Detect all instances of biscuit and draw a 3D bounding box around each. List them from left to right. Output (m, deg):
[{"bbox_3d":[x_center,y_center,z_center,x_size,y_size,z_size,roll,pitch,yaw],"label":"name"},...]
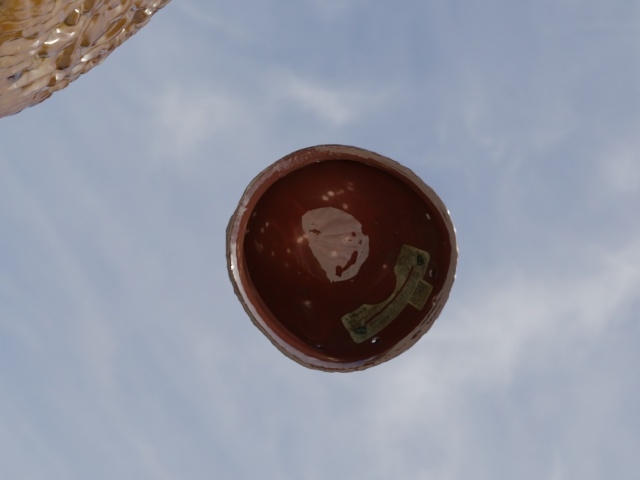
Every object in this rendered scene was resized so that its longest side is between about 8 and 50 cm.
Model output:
[{"bbox_3d":[-0.066,-0.114,0.475,0.027,0.188,0.188,44,-38,-2],"label":"biscuit"}]

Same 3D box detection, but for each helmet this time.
[{"bbox_3d":[0.000,0.000,0.916,0.175,0.155,0.106,30,5,-26],"label":"helmet"}]
